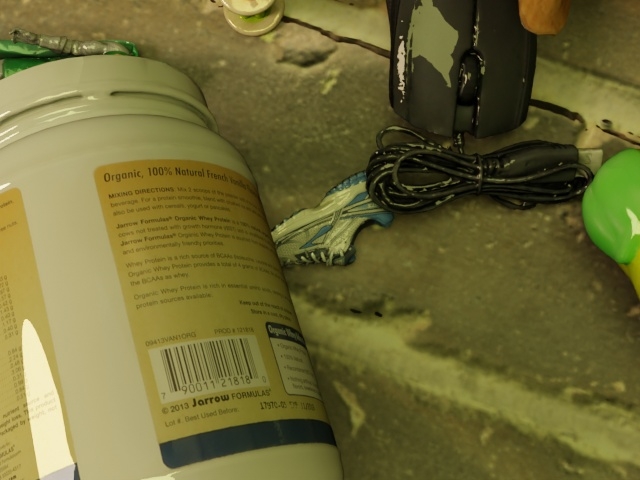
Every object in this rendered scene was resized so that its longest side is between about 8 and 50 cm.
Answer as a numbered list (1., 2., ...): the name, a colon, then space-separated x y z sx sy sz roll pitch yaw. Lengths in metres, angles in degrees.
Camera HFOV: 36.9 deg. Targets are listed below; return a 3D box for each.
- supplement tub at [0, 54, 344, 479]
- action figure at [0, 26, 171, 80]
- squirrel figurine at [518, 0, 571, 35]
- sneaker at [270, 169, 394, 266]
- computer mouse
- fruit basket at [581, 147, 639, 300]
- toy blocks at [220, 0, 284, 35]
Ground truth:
1. supplement tub: -0.133 0.057 0.658 0.228 0.228 0.316 -18 69 0
2. action figure: -0.234 -0.126 0.791 0.232 0.063 0.137 -6 78 -2
3. squirrel figurine: 0.192 -0.321 0.655 0.397 0.281 0.370 13 50 -20
4. sneaker: 0.000 0.000 0.764 0.135 0.052 0.058 -34 86 -2
5. computer mouse: 0.122 -0.161 0.758 0.189 0.072 0.272 -3 79 -9
6. fruit basket: 0.365 0.036 0.633 0.392 0.283 0.392 2 77 -8
7. toy blocks: -0.064 -0.243 0.752 0.054 0.148 0.123 -7 81 2
